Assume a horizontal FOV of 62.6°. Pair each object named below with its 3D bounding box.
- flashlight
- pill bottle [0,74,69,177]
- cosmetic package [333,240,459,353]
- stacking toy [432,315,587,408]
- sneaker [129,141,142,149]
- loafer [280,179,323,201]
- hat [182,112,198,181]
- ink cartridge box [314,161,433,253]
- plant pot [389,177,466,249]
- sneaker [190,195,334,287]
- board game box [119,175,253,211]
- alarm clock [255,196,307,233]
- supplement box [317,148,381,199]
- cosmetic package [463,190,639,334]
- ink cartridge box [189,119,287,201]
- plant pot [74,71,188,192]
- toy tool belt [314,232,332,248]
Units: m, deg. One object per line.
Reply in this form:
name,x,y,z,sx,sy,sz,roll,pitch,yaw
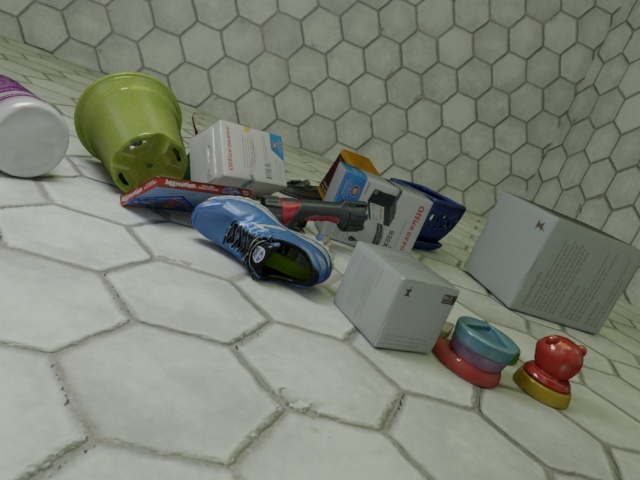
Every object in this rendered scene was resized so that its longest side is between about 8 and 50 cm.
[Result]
flashlight,-0.021,-0.065,1.470,0.304,0.103,0.103,4,-12,-23
pill bottle,-0.699,-0.268,1.157,0.301,0.169,0.169,33,18,32
cosmetic package,0.150,0.115,1.082,0.151,0.151,0.183,13,17,-30
stacking toy,0.388,0.209,1.144,0.309,0.130,0.279,18,16,-19
sneaker,-0.605,-0.335,1.711,0.072,0.077,0.178,13,16,-35
loafer,-0.047,-0.204,2.051,0.267,0.084,0.096,13,18,-32
hat,-0.361,-0.273,1.639,0.208,0.184,0.173,23,15,3
ink cartridge box,0.167,-0.087,1.680,0.307,0.223,0.129,18,16,-17
plant pot,0.375,-0.092,2.027,0.236,0.212,0.236,8,21,-47
sneaker,-0.129,0.002,1.121,0.330,0.130,0.147,24,12,4
board game box,-0.311,-0.103,1.253,0.145,0.027,0.281,-19,-13,35
alarm clock,-0.116,-0.088,1.582,0.192,0.064,0.129,30,16,17
supplement box,0.113,-0.194,1.946,0.129,0.194,0.191,13,36,-34
cosmetic package,0.795,0.072,1.830,0.393,0.329,0.327,18,16,-19
ink cartridge box,-0.247,-0.228,1.564,0.168,0.171,0.232,-18,-18,42
plant pot,-0.455,-0.245,1.328,0.276,0.276,0.254,10,31,-39
toy tool belt,0.000,0.000,1.468,0.051,0.052,0.083,27,12,-18
